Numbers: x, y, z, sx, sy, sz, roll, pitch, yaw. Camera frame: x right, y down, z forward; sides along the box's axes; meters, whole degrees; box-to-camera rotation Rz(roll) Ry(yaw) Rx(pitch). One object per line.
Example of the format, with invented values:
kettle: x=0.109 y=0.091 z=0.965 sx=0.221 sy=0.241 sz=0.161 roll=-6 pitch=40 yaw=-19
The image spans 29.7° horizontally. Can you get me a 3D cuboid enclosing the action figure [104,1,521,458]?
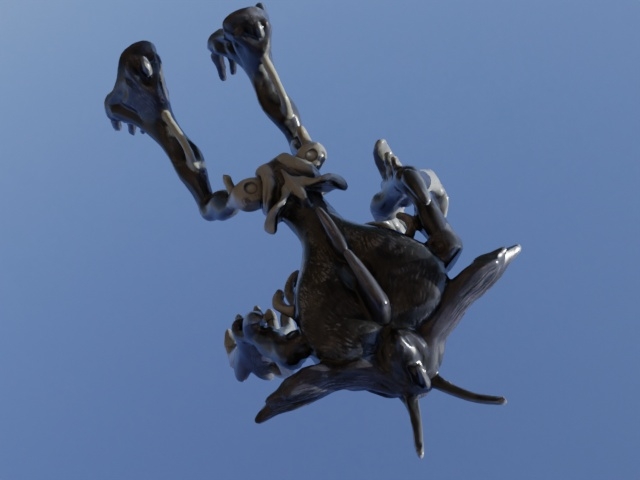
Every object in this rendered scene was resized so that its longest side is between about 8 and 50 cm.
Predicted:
action figure: x=0.000 y=0.000 z=0.664 sx=0.164 sy=0.141 sz=0.276 roll=-33 pitch=-110 yaw=-3
